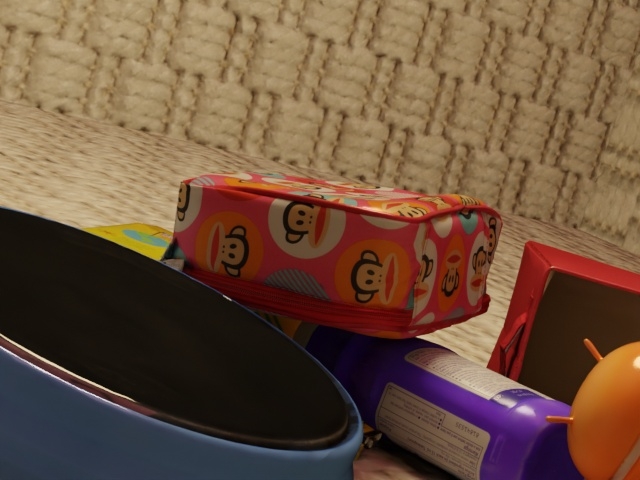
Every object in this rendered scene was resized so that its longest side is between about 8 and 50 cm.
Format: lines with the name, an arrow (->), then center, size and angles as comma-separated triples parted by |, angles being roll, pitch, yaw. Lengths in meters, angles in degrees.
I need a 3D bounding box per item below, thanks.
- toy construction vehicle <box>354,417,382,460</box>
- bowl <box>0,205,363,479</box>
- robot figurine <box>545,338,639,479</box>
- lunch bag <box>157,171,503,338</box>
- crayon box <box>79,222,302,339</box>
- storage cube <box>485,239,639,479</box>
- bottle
toy construction vehicle -> -0.009, 0.152, 1.410 | 0.086, 0.035, 0.098 | 33, 16, 21
bowl -> -0.149, 0.081, 1.212 | 0.391, 0.077, 0.391 | 24, 11, -5
robot figurine -> 0.286, 0.159, 1.360 | 0.219, 0.158, 0.128 | 29, 8, 5
lunch bag -> 0.000, 0.000, 1.514 | 0.258, 0.120, 0.293 | 12, 6, 24
crayon box -> -0.135, 0.056, 1.582 | 0.202, 0.081, 0.318 | 21, 9, 17
storage cube -> 0.262, 0.122, 1.636 | 0.215, 0.184, 0.193 | 17, 7, -2
bottle -> 0.093, 0.136, 1.494 | 0.283, 0.092, 0.118 | 24, 6, 39
